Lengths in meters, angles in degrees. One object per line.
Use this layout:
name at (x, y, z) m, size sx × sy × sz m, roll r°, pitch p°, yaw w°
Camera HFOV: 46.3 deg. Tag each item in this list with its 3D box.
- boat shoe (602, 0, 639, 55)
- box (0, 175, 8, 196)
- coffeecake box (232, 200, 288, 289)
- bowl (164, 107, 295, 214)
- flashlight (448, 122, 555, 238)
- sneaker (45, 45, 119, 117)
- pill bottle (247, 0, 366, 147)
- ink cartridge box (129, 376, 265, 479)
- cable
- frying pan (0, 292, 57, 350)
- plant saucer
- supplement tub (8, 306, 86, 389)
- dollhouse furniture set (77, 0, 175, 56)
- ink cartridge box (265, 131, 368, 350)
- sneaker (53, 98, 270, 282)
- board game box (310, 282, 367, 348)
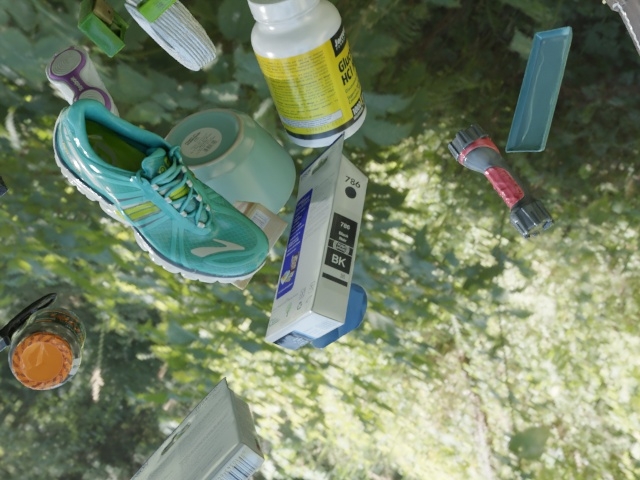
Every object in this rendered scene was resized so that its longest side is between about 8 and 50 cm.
boat shoe at (0.368, -0.344, 0.892) m, size 0.096 × 0.116 × 0.325 m, roll -11°, pitch 104°, yaw 56°
box at (-0.745, -0.156, 1.515) m, size 0.156 × 0.093 × 0.158 m, roll 47°, pitch 176°, yaw 29°
coffeecake box at (-0.149, 0.003, 1.371) m, size 0.068 × 0.142 × 0.185 m, roll 36°, pitch 172°, yaw -18°
bowl at (-0.222, -0.165, 1.601) m, size 0.311 × 0.311 × 0.163 m, roll 27°, pitch 154°, yaw 33°
flashlight at (0.430, -0.141, 1.801) m, size 0.304 × 0.103 × 0.103 m, roll 60°, pitch -165°, yaw 24°
sneaker at (-0.584, -0.356, 1.852) m, size 0.305 × 0.114 × 0.152 m, roll 57°, pitch 169°, yaw 28°
pill bottle at (-0.030, -0.373, 1.540) m, size 0.187 × 0.188 × 0.334 m, roll 26°, pitch 150°, yaw 39°
ink cartridge box at (-0.257, 0.457, 1.462) m, size 0.071 × 0.324 × 0.330 m, roll 43°, pitch 180°, yaw -15°
cable at (-0.374, -0.534, 1.879) m, size 0.257 × 0.089 × 0.257 m, roll 43°, pitch 175°, yaw -21°
frying pan at (-0.642, 0.232, 1.422) m, size 0.053 × 0.197 × 0.326 m, roll 29°, pitch -150°, yaw 33°
plant saucer at (0.325, -0.220, 1.105) m, size 0.018 × 0.192 × 0.067 m, roll 20°, pitch 173°, yaw -34°
supplement tub at (-0.467, 0.185, 1.284) m, size 0.117 × 0.117 × 0.190 m, roll 35°, pitch 177°, yaw -16°
dollhouse furniture set at (-0.435, -0.534, 1.413) m, size 0.301 × 0.197 × 0.151 m, roll 44°, pitch -165°, yaw -32°
ink cartridge box at (0.000, 0.000, 1.213) m, size 0.065 × 0.333 × 0.165 m, roll 22°, pitch 150°, yaw -20°
sneaker at (-0.174, -0.050, 0.818) m, size 0.275 × 0.107 × 0.110 m, roll 35°, pitch 149°, yaw -8°
board game box at (0.045, 0.176, 1.658) m, size 0.033 × 0.168 × 0.133 m, roll 42°, pitch -158°, yaw -33°
